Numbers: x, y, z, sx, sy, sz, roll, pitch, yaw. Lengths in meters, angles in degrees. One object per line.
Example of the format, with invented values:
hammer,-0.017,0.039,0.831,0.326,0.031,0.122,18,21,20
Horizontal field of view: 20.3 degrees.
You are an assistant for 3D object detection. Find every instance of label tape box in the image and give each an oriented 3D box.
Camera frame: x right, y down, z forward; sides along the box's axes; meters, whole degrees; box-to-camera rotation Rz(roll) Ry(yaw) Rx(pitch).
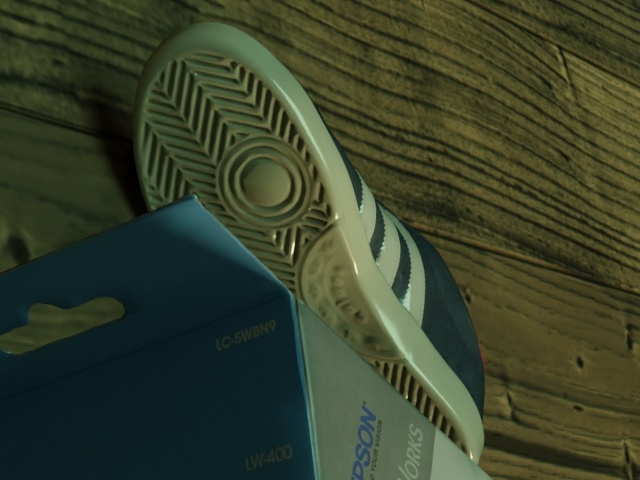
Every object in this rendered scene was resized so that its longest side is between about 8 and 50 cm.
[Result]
label tape box,-0.052,0.149,0.860,0.334,0.241,0.106,44,41,-33

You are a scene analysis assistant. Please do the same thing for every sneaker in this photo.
sneaker,0.000,0.000,1.158,0.350,0.131,0.148,61,24,-22
